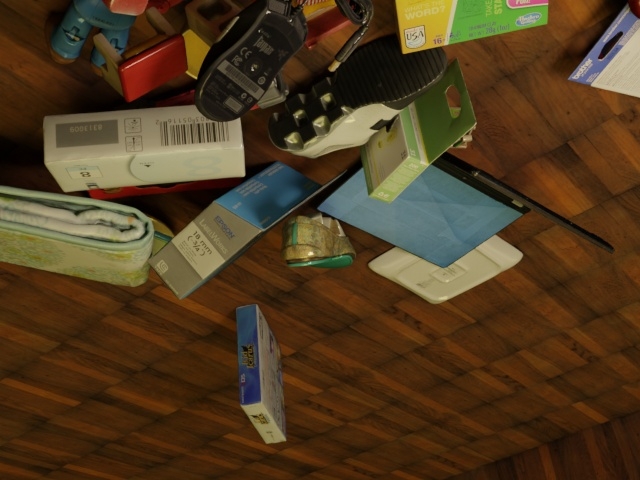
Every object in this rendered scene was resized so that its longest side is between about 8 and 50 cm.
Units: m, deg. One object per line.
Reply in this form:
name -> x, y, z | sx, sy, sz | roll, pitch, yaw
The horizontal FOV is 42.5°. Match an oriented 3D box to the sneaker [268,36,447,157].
sneaker -> 0.079, -0.244, 1.446 | 0.331, 0.122, 0.146 | -24, 159, 20

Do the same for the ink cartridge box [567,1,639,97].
ink cartridge box -> 0.603, -0.332, 1.440 | 0.311, 0.065, 0.185 | 6, 143, -22

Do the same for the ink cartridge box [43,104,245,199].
ink cartridge box -> -0.289, -0.117, 1.456 | 0.308, 0.091, 0.385 | -6, 163, -6

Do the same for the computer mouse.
computer mouse -> -0.051, -0.258, 1.093 | 0.184, 0.060, 0.262 | 24, 109, -48

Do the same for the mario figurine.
mario figurine -> -0.290, -0.386, 1.195 | 0.198, 0.170, 0.320 | -26, 173, -41

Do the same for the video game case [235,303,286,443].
video game case -> -0.148, 0.335, 2.054 | 0.061, 0.269, 0.244 | -11, 144, 7

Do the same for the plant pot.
plant pot -> -0.156, -0.322, 1.284 | 0.134, 0.095, 0.134 | 1, 149, 0

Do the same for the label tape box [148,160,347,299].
label tape box -> -0.139, -0.048, 1.554 | 0.334, 0.240, 0.106 | -37, 92, 35

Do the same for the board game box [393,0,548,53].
board game box -> 0.217, -0.438, 1.223 | 0.242, 0.064, 0.316 | -11, 144, 5

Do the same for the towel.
towel -> -0.506, -0.012, 1.560 | 0.375, 0.090, 0.320 | 13, 163, -9

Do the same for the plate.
plate -> 0.300, 0.060, 1.945 | 0.278, 0.045, 0.277 | -31, 138, 30

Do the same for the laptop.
laptop -> 0.269, -0.027, 1.614 | 0.382, 0.408, 0.236 | 23, 101, -30

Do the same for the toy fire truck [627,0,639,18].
toy fire truck -> 0.572, -0.437, 1.184 | 0.254, 0.169, 0.302 | -35, 120, 10

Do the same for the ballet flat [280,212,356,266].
ballet flat -> 0.000, 0.000, 1.729 | 0.123, 0.123, 0.348 | -17, 173, 13

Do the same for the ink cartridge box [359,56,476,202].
ink cartridge box -> 0.161, -0.200, 1.452 | 0.056, 0.171, 0.235 | 17, 138, -29

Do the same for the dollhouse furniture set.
dollhouse furniture set -> -0.112, -0.332, 1.091 | 0.374, 0.152, 0.201 | -36, 153, -23

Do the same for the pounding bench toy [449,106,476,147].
pounding bench toy -> 0.256, -0.198, 1.545 | 0.052, 0.083, 0.065 | 1, 143, -11

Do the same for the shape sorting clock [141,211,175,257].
shape sorting clock -> -0.405, -0.005, 1.733 | 0.206, 0.040, 0.206 | 0, 141, 0

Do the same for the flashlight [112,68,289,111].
flashlight -> -0.210, -0.239, 1.397 | 0.304, 0.103, 0.103 | -16, 118, 13
